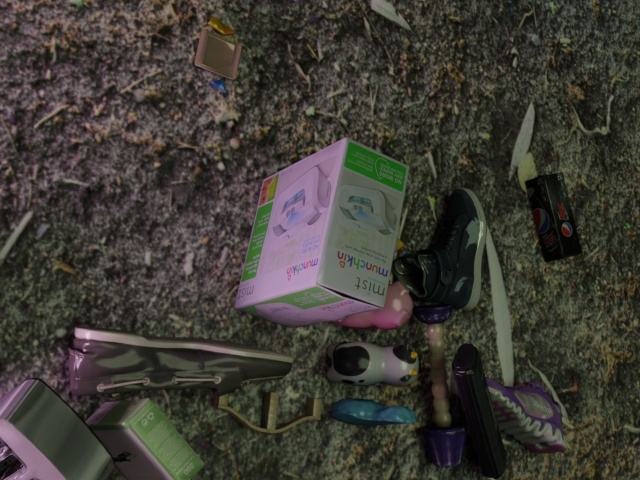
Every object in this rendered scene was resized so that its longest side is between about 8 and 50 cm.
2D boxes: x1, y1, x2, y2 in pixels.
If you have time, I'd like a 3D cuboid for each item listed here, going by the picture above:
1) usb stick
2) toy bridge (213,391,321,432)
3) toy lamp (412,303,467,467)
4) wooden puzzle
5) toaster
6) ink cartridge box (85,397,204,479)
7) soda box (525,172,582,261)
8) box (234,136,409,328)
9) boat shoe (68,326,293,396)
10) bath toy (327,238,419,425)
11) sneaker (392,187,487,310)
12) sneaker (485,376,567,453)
[{"bbox_3d":[0.273,0.295,1.610,0.077,0.045,0.278,-63,142,-47],"label":"usb stick"},{"bbox_3d":[-0.080,0.269,1.478,0.188,0.026,0.063,13,75,-30],"label":"toy bridge"},{"bbox_3d":[0.206,0.248,1.620,0.080,0.080,0.274,-6,91,-33],"label":"toy lamp"},{"bbox_3d":[-0.168,-0.306,1.558,0.079,0.014,0.116,24,67,-21],"label":"wooden puzzle"},{"bbox_3d":[-0.368,0.282,1.193,0.168,0.186,0.110,52,20,-13],"label":"toaster"},{"bbox_3d":[-0.213,0.323,1.295,0.056,0.171,0.235,-45,104,-31],"label":"ink cartridge box"},{"bbox_3d":[0.462,-0.046,1.874,0.060,0.053,0.168,-10,84,-33],"label":"soda box"},{"bbox_3d":[0.000,0.000,1.448,0.127,0.262,0.231,22,69,-26],"label":"box"},{"bbox_3d":[-0.202,0.190,1.378,0.335,0.112,0.095,10,87,-25],"label":"boat shoe"},{"bbox_3d":[0.095,0.127,1.560,0.151,0.129,0.348,5,76,-31],"label":"bath toy"},{"bbox_3d":[0.211,0.005,1.685,0.163,0.086,0.226,10,75,-33],"label":"sneaker"},{"bbox_3d":[0.360,0.297,1.718,0.236,0.095,0.104,34,57,-27],"label":"sneaker"}]
